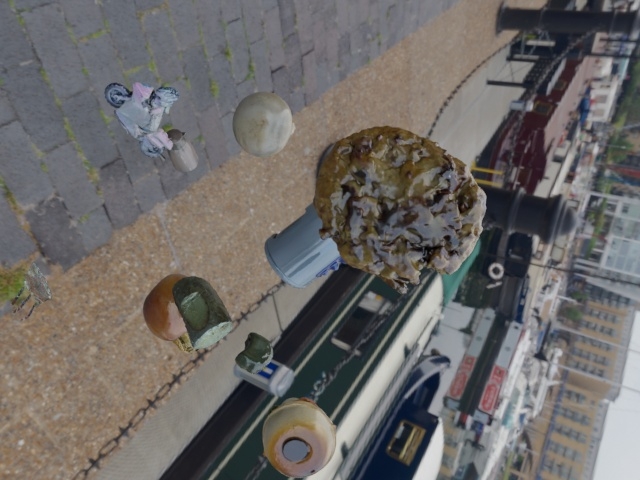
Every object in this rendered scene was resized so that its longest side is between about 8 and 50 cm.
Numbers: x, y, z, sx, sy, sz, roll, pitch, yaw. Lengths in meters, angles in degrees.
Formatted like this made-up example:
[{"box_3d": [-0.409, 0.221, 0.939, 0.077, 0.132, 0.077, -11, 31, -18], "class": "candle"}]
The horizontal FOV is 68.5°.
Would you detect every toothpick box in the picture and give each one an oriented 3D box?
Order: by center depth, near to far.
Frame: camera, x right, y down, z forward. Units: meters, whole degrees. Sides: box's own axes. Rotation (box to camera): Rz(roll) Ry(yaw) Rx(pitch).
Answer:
[{"box_3d": [0.000, 0.000, 1.721, 0.355, 0.263, 0.263, -39, 159, 19], "class": "toothpick box"}]

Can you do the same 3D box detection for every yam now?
[{"box_3d": [-0.392, 0.242, 1.572, 0.154, 0.254, 0.154, -21, 137, -21], "class": "yam"}]

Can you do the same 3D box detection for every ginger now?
[{"box_3d": [0.246, 0.100, 1.597, 0.073, 0.162, 0.103, -34, 156, -46], "class": "ginger"}]

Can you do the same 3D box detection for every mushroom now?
[{"box_3d": [-0.179, -0.385, 1.521, 0.209, 0.206, 0.206, -62, 153, -46], "class": "mushroom"}]

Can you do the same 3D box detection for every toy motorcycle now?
[{"box_3d": [-0.499, -0.378, 1.404, 0.239, 0.204, 0.108, 58, 15, -47], "class": "toy motorcycle"}]

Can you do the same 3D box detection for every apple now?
[{"box_3d": [-0.559, 0.252, 1.792, 0.253, 0.254, 0.253, -37, 135, -48], "class": "apple"}]

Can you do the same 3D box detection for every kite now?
[{"box_3d": [-0.873, 0.166, 1.425, 0.229, 0.016, 0.127, -114, -177, -63], "class": "kite"}]

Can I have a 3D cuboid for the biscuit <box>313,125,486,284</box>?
[{"box_3d": [0.150, -0.069, 0.894, 0.081, 0.334, 0.289, 92, 24, -84], "class": "biscuit"}]

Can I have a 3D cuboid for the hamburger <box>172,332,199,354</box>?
[{"box_3d": [-0.568, 0.332, 2.055, 0.318, 0.158, 0.318, 53, 20, -28], "class": "hamburger"}]

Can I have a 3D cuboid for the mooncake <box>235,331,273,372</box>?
[{"box_3d": [-0.293, 0.487, 2.031, 0.104, 0.168, 0.175, -45, 159, 30], "class": "mooncake"}]

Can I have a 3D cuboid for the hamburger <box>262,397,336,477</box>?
[{"box_3d": [-0.062, 0.578, 1.369, 0.147, 0.237, 0.236, -71, 173, -81], "class": "hamburger"}]

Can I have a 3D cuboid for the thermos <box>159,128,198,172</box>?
[{"box_3d": [-0.566, -0.352, 1.837, 0.137, 0.105, 0.193, -20, 161, -8], "class": "thermos"}]
